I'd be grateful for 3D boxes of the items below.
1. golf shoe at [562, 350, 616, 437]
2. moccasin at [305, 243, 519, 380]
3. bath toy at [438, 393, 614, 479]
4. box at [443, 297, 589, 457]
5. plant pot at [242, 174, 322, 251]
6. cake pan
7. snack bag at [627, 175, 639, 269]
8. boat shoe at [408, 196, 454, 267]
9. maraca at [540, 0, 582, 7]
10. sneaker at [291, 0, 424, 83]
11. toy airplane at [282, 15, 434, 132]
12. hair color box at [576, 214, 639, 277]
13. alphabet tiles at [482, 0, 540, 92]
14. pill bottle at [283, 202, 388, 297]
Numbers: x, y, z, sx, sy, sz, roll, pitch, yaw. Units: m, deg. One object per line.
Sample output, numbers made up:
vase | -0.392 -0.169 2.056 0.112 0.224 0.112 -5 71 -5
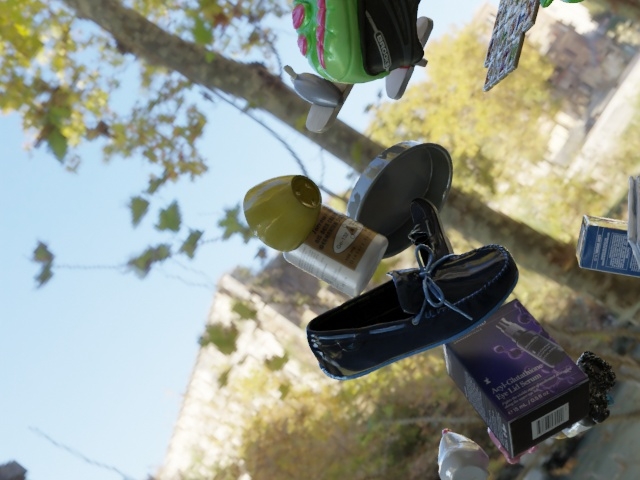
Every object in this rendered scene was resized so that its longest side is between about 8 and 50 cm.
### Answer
golf shoe | 0.453 0.264 1.674 0.094 0.077 0.198 -55 -6 32
moccasin | 0.138 0.101 1.466 0.342 0.117 0.138 -31 35 3
bath toy | 0.372 0.348 1.824 0.348 0.151 0.129 -30 36 5
box | 0.315 0.220 1.575 0.153 0.207 0.108 -27 -44 -11
plant pot | -0.053 -0.061 1.670 0.095 0.134 0.134 -37 5 40
cake pan | 0.170 -0.094 2.123 0.293 0.054 0.293 -28 -42 -28
snack bag | 0.684 0.073 1.957 0.037 0.342 0.323 -17 21 24
boat shoe | 0.222 -0.016 2.064 0.065 0.206 0.075 -6 -42 -17
maraca | 0.307 -0.351 1.182 0.185 0.099 0.127 -175 89 -75
sneaker | 0.081 -0.449 1.267 0.202 0.185 0.483 -3 -70 -27
toy airplane | 0.071 -0.475 2.172 0.384 0.272 0.386 -28 53 53
hair color box | 0.764 0.027 2.188 0.174 0.347 0.105 -39 -42 -75
alphabet tiles | 0.336 -0.408 1.647 0.342 0.011 0.285 154 129 -87
pill bottle | 0.000 0.000 1.831 0.131 0.229 0.131 -59 -9 -16
